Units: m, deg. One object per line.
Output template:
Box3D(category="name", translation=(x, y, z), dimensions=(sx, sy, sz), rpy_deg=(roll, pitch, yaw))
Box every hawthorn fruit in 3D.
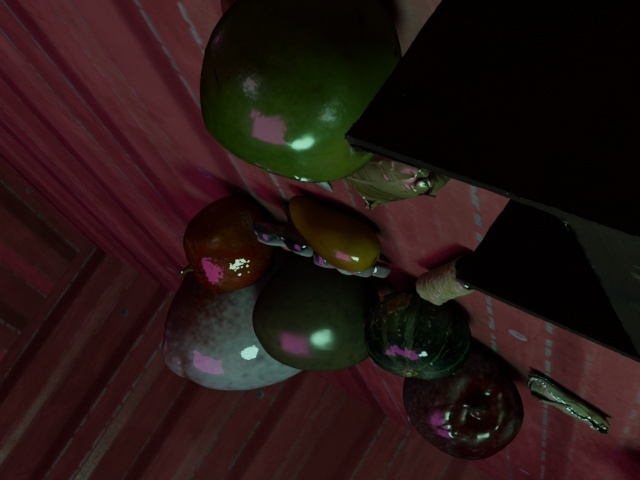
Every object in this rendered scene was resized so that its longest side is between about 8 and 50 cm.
Box3D(category="hawthorn fruit", translation=(-0.186, 0.016, 1.842), dimensions=(0.179, 0.201, 0.179), rpy_deg=(156, 90, -88))

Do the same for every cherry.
Box3D(category="cherry", translation=(-0.150, 0.168, 2.037), dimensions=(0.326, 0.334, 0.291), rpy_deg=(32, 167, -16))
Box3D(category="cherry", translation=(0.265, 0.302, 1.864), dimensions=(0.230, 0.203, 0.300), rpy_deg=(34, -179, -11))

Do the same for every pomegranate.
Box3D(category="pomegranate", translation=(-0.010, -0.183, 0.917), dimensions=(0.190, 0.240, 0.159), rpy_deg=(13, 132, -7))

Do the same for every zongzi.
Box3D(category="zongzi", translation=(0.049, -0.126, 1.083), dimensions=(0.197, 0.099, 0.194), rpy_deg=(45, 164, -16))

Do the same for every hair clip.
Box3D(category="hair clip", translation=(-0.003, 0.007, 1.686), dimensions=(0.257, 0.075, 0.146), rpy_deg=(29, -172, 20))

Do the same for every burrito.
Box3D(category="burrito", translation=(0.445, 0.294, 1.761), dimensions=(0.171, 0.042, 0.051), rpy_deg=(29, 169, 2))

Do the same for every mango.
Box3D(category="mango", translation=(0.018, -0.010, 1.568), dimensions=(0.184, 0.084, 0.102), rpy_deg=(30, 168, 33))

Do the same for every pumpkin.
Box3D(category="pumpkin", translation=(0.169, 0.165, 1.697), dimensions=(0.191, 0.146, 0.190), rpy_deg=(-1, 151, -1))

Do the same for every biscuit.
Box3D(category="biscuit", translation=(0.195, 0.064, 1.479), dimensions=(0.061, 0.055, 0.219), rpy_deg=(53, 167, 0))

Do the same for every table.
Box3D(category="table", translation=(0.220, -0.051, 0.755), dimensions=(0.282, 0.196, 0.250), rpy_deg=(24, 165, 42))

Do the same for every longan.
Box3D(category="longan", translation=(-0.006, 0.140, 1.824), dimensions=(0.246, 0.215, 0.245), rpy_deg=(9, 118, 17))

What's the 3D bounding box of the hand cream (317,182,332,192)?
Box3D(category="hand cream", translation=(-0.063, -0.141, 1.368), dimensions=(0.109, 0.067, 0.320), rpy_deg=(27, 170, 19))
